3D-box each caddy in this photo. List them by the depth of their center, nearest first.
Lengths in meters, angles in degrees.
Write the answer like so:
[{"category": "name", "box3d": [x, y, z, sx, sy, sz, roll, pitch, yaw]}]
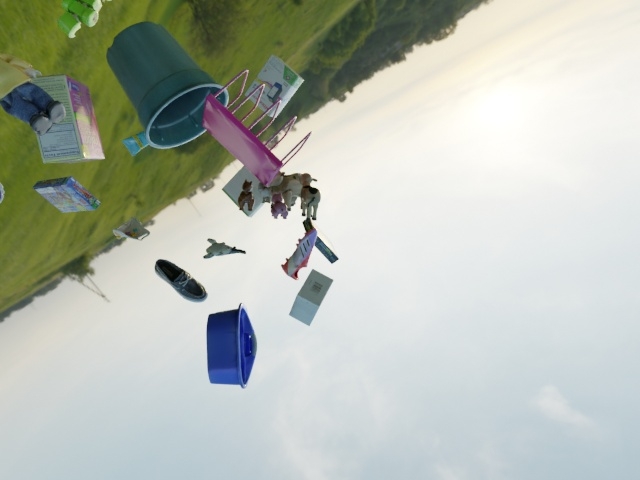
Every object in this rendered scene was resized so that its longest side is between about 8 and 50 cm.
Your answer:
[{"category": "caddy", "box3d": [-0.345, 0.424, 1.792, 0.179, 0.341, 0.241, -3, 175, -1]}]

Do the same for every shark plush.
[{"category": "shark plush", "box3d": [-0.326, 0.028, 1.518, 0.161, 0.067, 0.073, -10, -113, 18]}]

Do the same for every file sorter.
[{"category": "file sorter", "box3d": [-0.198, -0.357, 1.402, 0.182, 0.291, 0.202, -49, -173, -19]}]

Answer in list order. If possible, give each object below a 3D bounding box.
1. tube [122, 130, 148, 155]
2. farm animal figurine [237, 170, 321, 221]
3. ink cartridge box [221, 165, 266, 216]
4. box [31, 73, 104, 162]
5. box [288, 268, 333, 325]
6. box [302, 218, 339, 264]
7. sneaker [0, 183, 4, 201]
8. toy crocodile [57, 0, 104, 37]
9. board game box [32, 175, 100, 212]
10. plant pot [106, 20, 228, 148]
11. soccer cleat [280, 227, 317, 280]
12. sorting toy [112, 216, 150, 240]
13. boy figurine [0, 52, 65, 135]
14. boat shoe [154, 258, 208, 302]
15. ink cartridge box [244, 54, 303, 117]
[{"category": "tube", "box3d": [-0.811, -0.477, 2.056, 0.052, 0.080, 0.207, -2, -144, 50]}, {"category": "farm animal figurine", "box3d": [-0.123, -0.189, 1.607, 0.330, 0.172, 0.327, 9, -166, 17]}, {"category": "ink cartridge box", "box3d": [-0.275, -0.236, 1.848, 0.235, 0.171, 0.056, -45, 170, 7]}, {"category": "box", "box3d": [-0.787, -0.368, 1.380, 0.117, 0.243, 0.213, -9, -169, -9]}, {"category": "box", "box3d": [-0.035, 0.209, 1.614, 0.130, 0.091, 0.170, -59, 175, -37]}, {"category": "box", "box3d": [0.000, 0.000, 2.434, 0.059, 0.232, 0.183, -36, -146, 10]}, {"category": "sneaker", "box3d": [-1.183, -0.199, 1.570, 0.071, 0.068, 0.170, -74, 178, -55]}, {"category": "toy crocodile", "box3d": [-0.896, -0.943, 1.736, 0.340, 0.115, 0.105, -61, -172, -10]}, {"category": "board game box", "box3d": [-0.893, -0.159, 1.559, 0.201, 0.136, 0.035, -1, -128, 29]}, {"category": "plant pot", "box3d": [-0.571, -0.575, 1.612, 0.341, 0.334, 0.341, -35, 176, -3]}, {"category": "soccer cleat", "box3d": [-0.068, 0.055, 1.790, 0.248, 0.095, 0.083, -53, 169, 27]}, {"category": "sorting toy", "box3d": [-0.524, -0.022, 1.247, 0.083, 0.075, 0.044, -60, 166, -59]}, {"category": "boy figurine", "box3d": [-0.805, -0.392, 1.117, 0.177, 0.285, 0.092, -55, -172, -20]}, {"category": "boat shoe", "box3d": [-0.675, 0.192, 2.157, 0.108, 0.301, 0.102, -52, -178, -28]}, {"category": "ink cartridge box", "box3d": [-0.203, -0.669, 1.937, 0.212, 0.154, 0.093, -49, 177, 19]}]
